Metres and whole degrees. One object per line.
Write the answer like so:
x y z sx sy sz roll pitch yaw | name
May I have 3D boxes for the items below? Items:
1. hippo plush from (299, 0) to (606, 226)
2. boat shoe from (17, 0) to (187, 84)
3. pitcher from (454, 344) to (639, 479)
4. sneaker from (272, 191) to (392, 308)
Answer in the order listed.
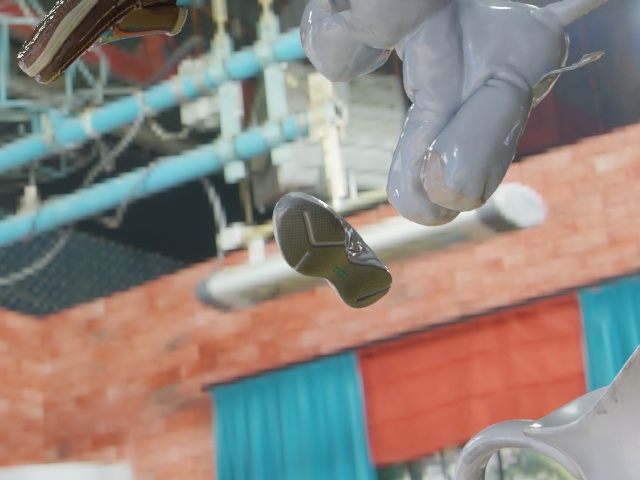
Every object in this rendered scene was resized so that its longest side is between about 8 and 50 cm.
0.089 -0.169 1.428 0.236 0.234 0.294 34 -32 -9 | hippo plush
-0.159 -0.219 1.362 0.095 0.257 0.095 44 -26 -15 | boat shoe
0.159 0.147 0.651 0.125 0.207 0.178 -22 -11 -46 | pitcher
0.000 0.000 1.198 0.053 0.061 0.152 -37 -38 7 | sneaker
